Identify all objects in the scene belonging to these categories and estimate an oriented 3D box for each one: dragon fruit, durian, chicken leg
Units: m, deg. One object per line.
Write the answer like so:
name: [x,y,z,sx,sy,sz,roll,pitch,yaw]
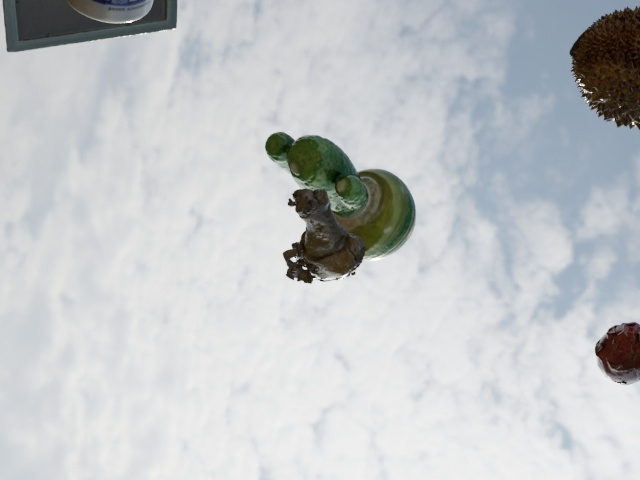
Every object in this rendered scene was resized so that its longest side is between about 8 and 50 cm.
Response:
dragon fruit: [0.460,0.179,1.562,0.190,0.094,0.094,70,15,-72]
durian: [0.402,-0.223,1.318,0.168,0.137,0.158,19,-114,21]
chicken leg: [0.008,0.002,1.525,0.196,0.125,0.080,98,4,-58]

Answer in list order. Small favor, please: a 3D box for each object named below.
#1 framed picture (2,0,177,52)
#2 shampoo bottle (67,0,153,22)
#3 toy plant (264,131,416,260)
framed picture: [-0.258,-0.344,1.153,0.017,0.217,0.274,53,-35,40]
shampoo bottle: [-0.168,-0.341,0.912,0.303,0.092,0.092,113,-34,-43]
toy plant: [0.038,-0.092,1.934,0.224,0.316,0.184,34,-91,45]
